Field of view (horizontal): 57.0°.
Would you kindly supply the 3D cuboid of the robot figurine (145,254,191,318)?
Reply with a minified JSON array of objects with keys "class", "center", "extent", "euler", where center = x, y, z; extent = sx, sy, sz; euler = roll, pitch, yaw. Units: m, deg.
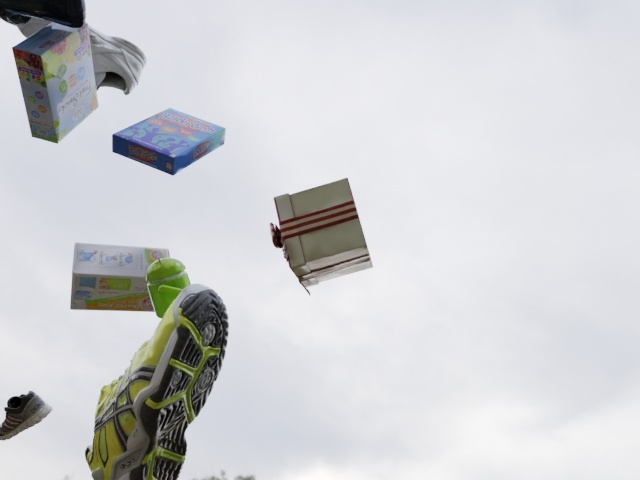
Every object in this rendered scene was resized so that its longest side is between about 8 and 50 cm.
[{"class":"robot figurine","center":[-0.240,0.080,0.943],"extent":[0.067,0.101,0.115],"euler":[-16,-82,-7]}]

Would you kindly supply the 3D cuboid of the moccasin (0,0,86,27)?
[{"class":"moccasin","center":[-0.632,-0.486,1.192],"extent":[0.342,0.138,0.117],"euler":[16,-44,20]}]

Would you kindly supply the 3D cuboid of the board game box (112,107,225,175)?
[{"class":"board game box","center":[-0.337,-0.228,1.331],"extent":[0.160,0.210,0.047],"euler":[21,-56,13]}]

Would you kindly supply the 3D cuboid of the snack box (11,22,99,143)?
[{"class":"snack box","center":[-0.555,-0.341,1.255],"extent":[0.070,0.174,0.207],"euler":[16,-46,4]}]

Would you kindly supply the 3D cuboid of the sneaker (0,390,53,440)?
[{"class":"sneaker","center":[-0.649,0.370,1.264],"extent":[0.170,0.063,0.075],"euler":[-29,-82,25]}]

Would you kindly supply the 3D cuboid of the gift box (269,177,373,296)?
[{"class":"gift box","center":[0.000,0.000,1.714],"extent":[0.258,0.276,0.255],"euler":[-15,-26,5]}]

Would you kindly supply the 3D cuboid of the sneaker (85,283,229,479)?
[{"class":"sneaker","center":[-0.258,0.228,0.866],"extent":[0.147,0.145,0.385],"euler":[29,-77,24]}]

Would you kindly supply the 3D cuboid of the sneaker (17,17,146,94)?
[{"class":"sneaker","center":[-0.585,-0.459,1.441],"extent":[0.305,0.152,0.114],"euler":[18,-28,-24]}]

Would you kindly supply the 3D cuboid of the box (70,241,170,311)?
[{"class":"box","center":[-0.445,0.084,1.316],"extent":[0.203,0.103,0.114],"euler":[4,-51,-21]}]
